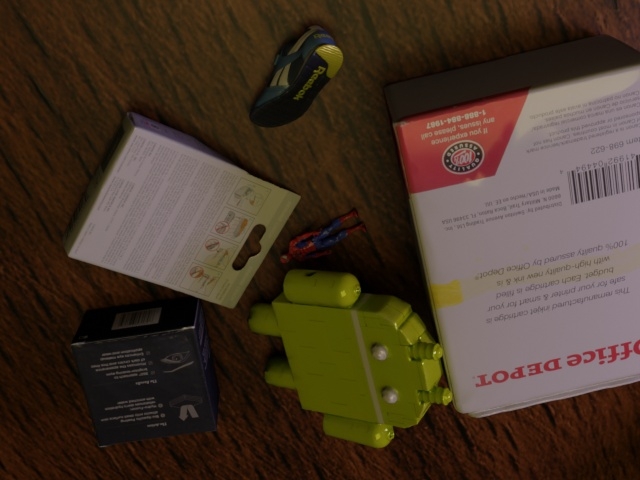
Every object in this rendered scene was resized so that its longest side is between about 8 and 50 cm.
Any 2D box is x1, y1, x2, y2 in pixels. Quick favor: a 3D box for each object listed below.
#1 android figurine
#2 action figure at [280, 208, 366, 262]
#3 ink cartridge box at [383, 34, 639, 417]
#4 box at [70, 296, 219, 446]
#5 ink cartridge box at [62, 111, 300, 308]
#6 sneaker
[{"bbox_3d":[0.035,0.145,1.068,0.272,0.056,0.248,6,120,35],"label":"android figurine"},{"bbox_3d":[0.000,0.000,1.094,0.115,0.030,0.038,-26,117,11],"label":"action figure"},{"bbox_3d":[0.249,-0.014,1.027,0.279,0.160,0.385,-13,114,3],"label":"ink cartridge box"},{"bbox_3d":[-0.220,0.168,1.119,0.156,0.093,0.158,-8,113,0],"label":"box"},{"bbox_3d":[-0.171,-0.031,1.070,0.232,0.066,0.189,19,113,-34],"label":"ink cartridge box"},{"bbox_3d":[-0.031,-0.187,0.999,0.053,0.059,0.144,16,133,-43],"label":"sneaker"}]
